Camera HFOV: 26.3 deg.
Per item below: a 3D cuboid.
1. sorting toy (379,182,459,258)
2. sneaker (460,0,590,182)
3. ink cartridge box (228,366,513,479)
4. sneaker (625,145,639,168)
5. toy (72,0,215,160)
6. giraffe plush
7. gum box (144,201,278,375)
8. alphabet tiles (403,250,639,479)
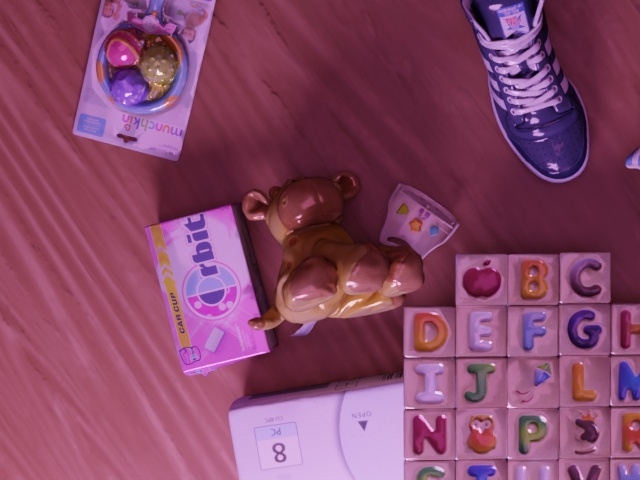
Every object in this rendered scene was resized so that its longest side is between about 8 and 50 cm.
[{"bbox_3d":[0.107,-0.015,1.581,0.083,0.045,0.075,35,104,5],"label":"sorting toy"},{"bbox_3d":[0.223,-0.196,1.496,0.099,0.153,0.282,-19,90,9],"label":"sneaker"},{"bbox_3d":[0.079,0.349,1.577,0.308,0.091,0.385,-10,90,8],"label":"ink cartridge box"},{"bbox_3d":[0.417,-0.008,1.524,0.086,0.085,0.237,-23,93,35],"label":"sneaker"},{"bbox_3d":[-0.209,-0.224,1.605,0.137,0.056,0.237,15,95,8],"label":"toy"},{"bbox_3d":[0.000,0.000,1.546,0.210,0.181,0.170,-31,65,51],"label":"giraffe plush"},{"bbox_3d":[-0.125,0.059,1.604,0.107,0.062,0.188,-15,91,9],"label":"gum box"},{"bbox_3d":[0.234,0.183,1.507,0.285,0.011,0.342,0,92,0],"label":"alphabet tiles"}]
